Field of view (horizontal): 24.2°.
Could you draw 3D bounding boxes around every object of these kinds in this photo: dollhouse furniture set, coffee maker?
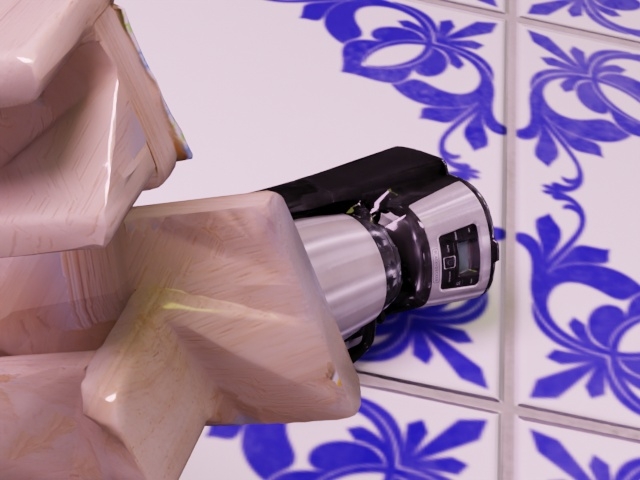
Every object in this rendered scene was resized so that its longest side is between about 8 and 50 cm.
[{"bbox_3d":[-0.169,0.024,0.743,0.394,0.362,0.256,-6,35,25],"label":"dollhouse furniture set"},{"bbox_3d":[0.000,0.000,0.985,0.178,0.120,0.171,-18,48,-33],"label":"coffee maker"}]
